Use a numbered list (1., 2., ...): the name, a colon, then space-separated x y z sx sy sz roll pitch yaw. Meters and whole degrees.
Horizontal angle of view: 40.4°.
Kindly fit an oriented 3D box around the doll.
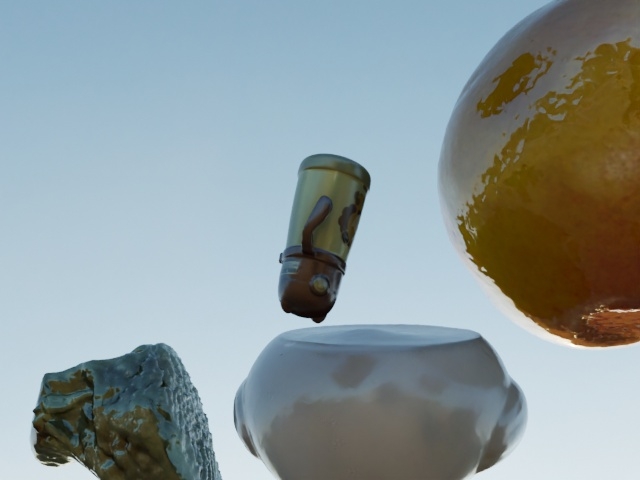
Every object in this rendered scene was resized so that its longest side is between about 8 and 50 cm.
1. doll: 0.043 0.167 0.641 0.221 0.221 0.251 -2 -4 8

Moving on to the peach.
1. peach: 0.249 -0.062 0.662 0.308 0.289 0.289 2 -37 45

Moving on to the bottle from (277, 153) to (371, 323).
1. bottle: 0.001 0.001 0.534 0.047 0.101 0.063 -4 -25 39

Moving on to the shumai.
1. shumai: -0.251 0.283 1.125 0.222 0.260 0.225 -25 -29 -3
